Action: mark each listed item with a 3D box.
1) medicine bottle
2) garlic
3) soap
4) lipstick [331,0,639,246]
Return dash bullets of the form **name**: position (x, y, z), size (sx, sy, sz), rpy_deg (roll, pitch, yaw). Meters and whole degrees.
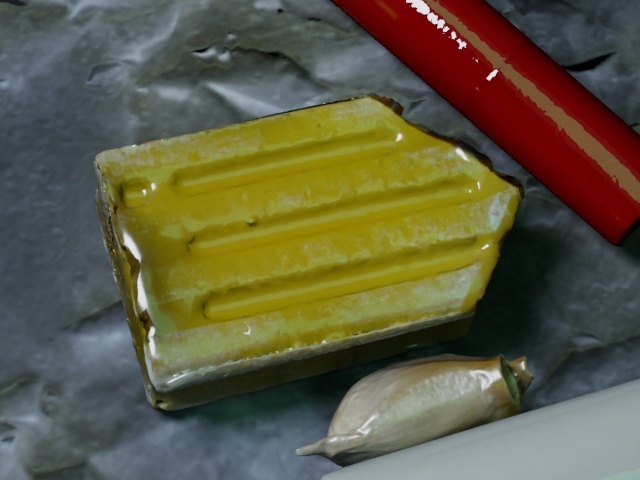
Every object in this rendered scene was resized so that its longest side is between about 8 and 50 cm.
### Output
- **medicine bottle**: position (0.177, 0.151, 1.043), size (0.341, 0.130, 0.130), rpy_deg (-15, 70, -10)
- **garlic**: position (0.055, 0.101, 1.086), size (0.152, 0.084, 0.066), rpy_deg (-15, 65, -3)
- **soap**: position (0.000, 0.000, 1.120), size (0.257, 0.080, 0.160), rpy_deg (-12, 71, -13)
- **lipstick**: position (0.115, -0.111, 1.189), size (0.280, 0.073, 0.073), rpy_deg (43, 68, 10)
